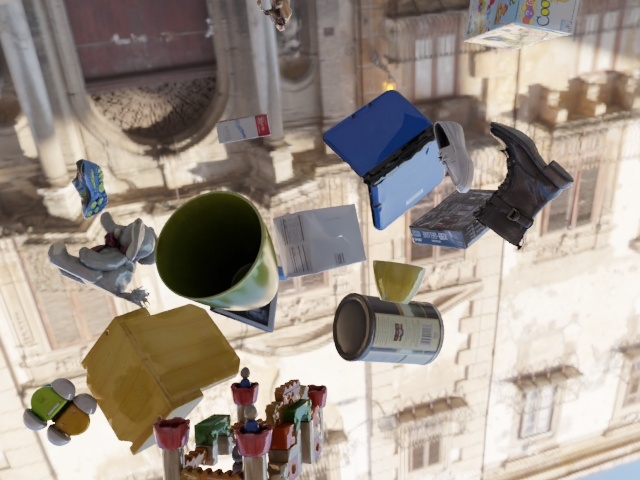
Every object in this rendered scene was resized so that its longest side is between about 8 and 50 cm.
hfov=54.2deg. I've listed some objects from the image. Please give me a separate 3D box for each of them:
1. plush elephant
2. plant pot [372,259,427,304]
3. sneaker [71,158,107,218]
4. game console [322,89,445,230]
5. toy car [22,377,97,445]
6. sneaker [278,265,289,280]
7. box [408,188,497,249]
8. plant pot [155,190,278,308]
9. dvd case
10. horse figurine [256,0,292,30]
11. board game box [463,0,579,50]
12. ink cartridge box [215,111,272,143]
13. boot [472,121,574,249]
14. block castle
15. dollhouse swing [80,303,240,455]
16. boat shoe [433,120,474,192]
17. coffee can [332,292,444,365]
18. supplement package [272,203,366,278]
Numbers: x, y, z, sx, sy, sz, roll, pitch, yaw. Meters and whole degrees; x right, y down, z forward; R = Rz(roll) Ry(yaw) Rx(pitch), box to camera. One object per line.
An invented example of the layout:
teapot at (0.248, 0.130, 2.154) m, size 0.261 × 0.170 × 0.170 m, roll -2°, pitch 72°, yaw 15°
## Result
plush elephant at (-0.625, 0.030, 1.920) m, size 0.330 × 0.272 × 0.255 m, roll 24°, pitch -108°, yaw -1°
plant pot at (0.188, 0.106, 1.546) m, size 0.134 × 0.095 × 0.134 m, roll 10°, pitch 174°, yaw 1°
sneaker at (-0.614, -0.138, 1.659) m, size 0.078 × 0.188 × 0.067 m, roll 34°, pitch -135°, yaw 21°
game console at (0.175, -0.215, 1.653) m, size 0.293 × 0.250 × 0.173 m, roll -38°, pitch -134°, yaw -28°
toy car at (-0.738, 0.475, 1.779) m, size 0.159 × 0.182 × 0.136 m, roll -49°, pitch -158°, yaw -8°
sneaker at (-0.201, 0.129, 2.178) m, size 0.210 × 0.069 × 0.082 m, roll 8°, pitch -124°, yaw -17°
box at (0.508, -0.085, 2.242) m, size 0.307 × 0.076 × 0.243 m, roll -35°, pitch -154°, yaw -31°
plant pot at (-0.216, 0.063, 1.565) m, size 0.275 × 0.293 × 0.274 m, roll -7°, pitch -115°, yaw 15°
dvd case at (-0.221, 0.160, 1.872) m, size 0.030 × 0.239 × 0.179 m, roll -15°, pitch -121°, yaw 38°
horse figurine at (-0.121, -0.694, 1.766) m, size 0.066 × 0.263 × 0.174 m, roll -8°, pitch 165°, yaw 19°
board game box at (0.465, -0.543, 1.463) m, size 0.142 × 0.144 × 0.275 m, roll 7°, pitch -172°, yaw -11°
ink cartridge box at (-0.256, -0.380, 2.111) m, size 0.175 × 0.072 × 0.127 m, roll -10°, pitch -165°, yaw 1°
boot at (0.448, -0.132, 1.513) m, size 0.263 × 0.229 × 0.091 m, roll 48°, pitch -148°, yaw 18°
block castle at (-0.178, 0.462, 1.594) m, size 0.303 × 0.212 × 0.453 m, roll -2°, pitch -179°, yaw 20°
dollhouse swing at (-0.488, 0.410, 1.964) m, size 0.346 × 0.315 × 0.305 m, roll 49°, pitch -157°, yaw 21°
boat shoe at (0.283, -0.186, 1.354) m, size 0.063 × 0.066 × 0.184 m, roll 8°, pitch -117°, yaw -20°
coffee can at (0.204, 0.271, 1.888) m, size 0.276 × 0.201 × 0.201 m, roll 10°, pitch -159°, yaw -30°
supplement package at (0.000, 0.000, 2.064) m, size 0.145 × 0.203 × 0.262 m, roll -12°, pitch 180°, yaw 44°
